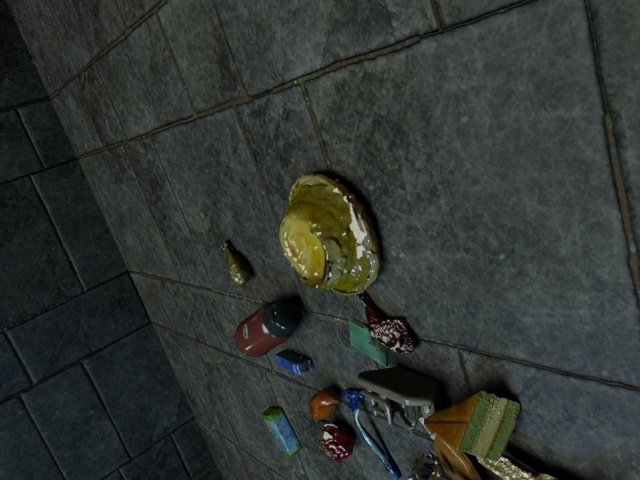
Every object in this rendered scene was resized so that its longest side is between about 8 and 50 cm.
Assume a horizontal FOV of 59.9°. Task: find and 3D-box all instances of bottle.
[{"bbox_3d":[-0.168,0.285,1.826,0.143,0.144,0.336,58,147,5],"label":"bottle"}]

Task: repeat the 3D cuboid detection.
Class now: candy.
[{"bbox_3d":[-0.160,0.780,2.272,0.097,0.062,0.194,-19,99,57],"label":"candy"}]

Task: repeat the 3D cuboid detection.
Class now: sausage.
[{"bbox_3d":[0.012,0.533,1.823,0.089,0.089,0.179,50,145,16],"label":"sausage"}]

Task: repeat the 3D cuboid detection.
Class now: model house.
[{"bbox_3d":[0.220,0.419,1.419,0.229,0.122,0.188,9,126,45],"label":"model house"}]

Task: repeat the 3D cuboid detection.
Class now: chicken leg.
[{"bbox_3d":[-0.299,0.080,1.928,0.178,0.070,0.093,58,154,18],"label":"chicken leg"},{"bbox_3d":[0.161,0.212,1.408,0.205,0.053,0.093,29,113,29],"label":"chicken leg"}]

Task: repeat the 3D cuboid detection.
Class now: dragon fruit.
[{"bbox_3d":[0.049,0.669,1.853,0.130,0.121,0.141,-40,50,26],"label":"dragon fruit"}]

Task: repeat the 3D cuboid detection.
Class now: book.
[{"bbox_3d":[0.132,0.278,1.526,0.135,0.017,0.103,26,135,41],"label":"book"}]

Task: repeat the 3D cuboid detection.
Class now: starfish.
[{"bbox_3d":[0.500,0.597,1.207,0.432,0.083,0.323,3,124,62],"label":"starfish"}]

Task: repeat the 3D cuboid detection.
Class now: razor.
[{"bbox_3d":[0.158,0.610,1.712,0.093,0.056,0.323,-20,98,56],"label":"razor"}]

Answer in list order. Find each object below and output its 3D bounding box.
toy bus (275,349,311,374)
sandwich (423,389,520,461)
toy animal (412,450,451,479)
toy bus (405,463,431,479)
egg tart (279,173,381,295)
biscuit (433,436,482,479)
[{"bbox_3d":[-0.094,0.418,1.903,0.153,0.061,0.051,9,116,53],"label":"toy bus"},{"bbox_3d":[0.336,0.396,1.257,0.117,0.144,0.187,23,175,-15],"label":"sandwich"},{"bbox_3d":[0.352,0.645,1.369,0.243,0.087,0.260,56,156,4],"label":"toy animal"},{"bbox_3d":[0.361,0.779,1.523,0.330,0.109,0.135,40,131,28],"label":"toy bus"},{"bbox_3d":[0.000,0.000,1.393,0.345,0.133,0.345,34,138,38],"label":"egg tart"},{"bbox_3d":[0.355,0.578,1.421,0.220,0.029,0.142,58,159,-6],"label":"biscuit"}]
